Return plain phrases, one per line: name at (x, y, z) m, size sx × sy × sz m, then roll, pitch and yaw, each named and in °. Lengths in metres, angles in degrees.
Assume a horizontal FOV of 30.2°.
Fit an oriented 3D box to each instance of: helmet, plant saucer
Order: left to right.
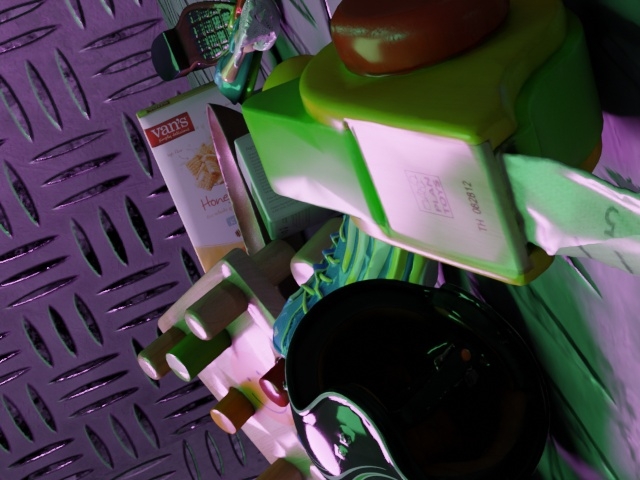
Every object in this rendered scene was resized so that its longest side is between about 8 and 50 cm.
plant saucer at (-0.060, -0.014, 1.350) m, size 0.310 × 0.050 × 0.310 m, roll 161°, pitch 90°, yaw -84°
helmet at (0.059, 0.109, 0.807) m, size 0.161 × 0.169 × 0.169 m, roll -5°, pitch 109°, yaw 65°

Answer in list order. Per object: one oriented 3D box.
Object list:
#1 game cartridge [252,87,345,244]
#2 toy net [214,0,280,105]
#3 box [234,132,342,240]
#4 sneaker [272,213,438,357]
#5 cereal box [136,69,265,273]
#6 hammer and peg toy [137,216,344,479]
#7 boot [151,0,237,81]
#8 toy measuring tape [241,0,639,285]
game cartridge at (0.000, 0.000, 1.349) m, size 0.230 × 0.068 × 0.355 m, roll -150°, pitch 42°, yaw -74°
toy net at (-0.071, -0.219, 1.254) m, size 0.232 × 0.045 × 0.122 m, roll 162°, pitch 124°, yaw -77°
box at (-0.018, -0.064, 1.119) m, size 0.101 × 0.102 × 0.087 m, roll 92°, pitch 156°, yaw -79°
sneaker at (0.022, 0.041, 0.912) m, size 0.091 × 0.126 × 0.240 m, roll -116°, pitch 17°, yaw -62°
cereal box at (-0.120, -0.092, 1.578) m, size 0.047 × 0.173 × 0.240 m, roll -127°, pitch 14°, yaw -67°
hammer and peg toy at (-0.025, 0.133, 1.139) m, size 0.266 × 0.127 × 0.361 m, roll 51°, pitch 151°, yaw -1°
boot at (-0.120, -0.261, 1.479) m, size 0.219 × 0.106 × 0.082 m, roll -9°, pitch 102°, yaw 55°
toy measuring tape at (0.090, -0.040, 0.423) m, size 0.330 × 0.121 × 0.121 m, roll 19°, pitch 136°, yaw 51°
